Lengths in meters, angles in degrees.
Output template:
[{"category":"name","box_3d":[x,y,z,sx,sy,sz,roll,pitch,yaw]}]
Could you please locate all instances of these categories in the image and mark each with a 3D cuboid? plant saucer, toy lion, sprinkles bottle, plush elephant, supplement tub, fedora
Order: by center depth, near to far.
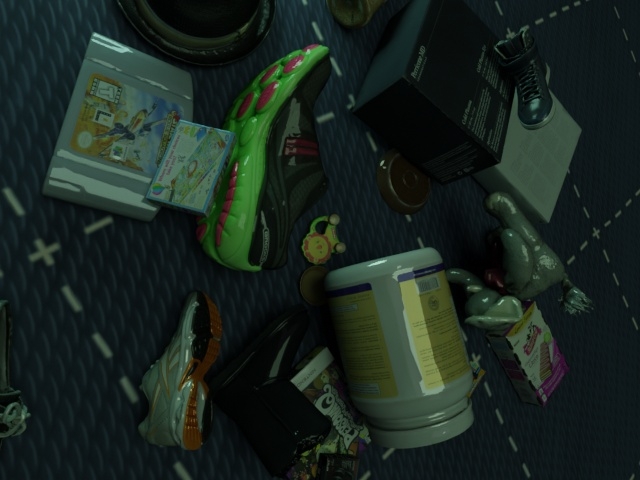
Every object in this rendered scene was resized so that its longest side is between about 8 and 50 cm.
[{"category":"fedora","box_3d":[-0.209,-0.501,0.847,0.334,0.153,0.333,5,80,-30]},{"category":"supplement tub","box_3d":[0.154,0.197,0.889,0.241,0.241,0.330,-11,85,-31]},{"category":"plant saucer","box_3d":[-0.009,0.095,0.959,0.084,0.015,0.083,5,80,-30]},{"category":"toy lion","box_3d":[0.000,0.000,0.972,0.096,0.034,0.100,-11,88,-23]},{"category":"sprinkles bottle","box_3d":[0.153,-0.659,1.099,0.121,0.121,0.355,44,65,-18]},{"category":"plush elephant","box_3d":[0.431,0.102,1.103,0.256,0.272,0.329,-36,65,6]},{"category":"plant saucer","box_3d":[0.213,-0.148,1.116,0.169,0.029,0.168,5,79,-29]}]

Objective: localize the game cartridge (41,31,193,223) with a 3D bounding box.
[{"category":"game cartridge","box_3d":[-0.331,-0.190,0.791,0.198,0.062,0.296,15,76,-24]}]

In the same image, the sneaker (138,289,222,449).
[{"category":"sneaker","box_3d":[-0.244,0.208,0.763,0.099,0.121,0.262,58,28,-54]}]

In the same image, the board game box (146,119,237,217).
[{"category":"board game box","box_3d":[-0.216,-0.123,0.775,0.104,0.026,0.154,15,73,5]}]

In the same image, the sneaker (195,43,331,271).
[{"category":"sneaker","box_3d":[-0.081,-0.163,0.887,0.202,0.185,0.482,32,71,-42]}]

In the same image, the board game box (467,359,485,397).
[{"category":"board game box","box_3d":[0.267,0.321,1.030,0.141,0.048,0.170,36,61,16]}]

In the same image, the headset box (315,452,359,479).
[{"category":"headset box","box_3d":[0.036,0.447,0.877,0.083,0.032,0.062,17,77,-26]}]

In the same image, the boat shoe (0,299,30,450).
[{"category":"boat shoe","box_3d":[-0.460,0.234,0.621,0.105,0.113,0.305,-5,76,-16]}]

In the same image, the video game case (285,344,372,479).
[{"category":"video game case","box_3d":[-0.009,0.365,0.905,0.210,0.042,0.232,-37,102,-27]}]

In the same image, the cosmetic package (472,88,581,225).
[{"category":"cosmetic package","box_3d":[0.591,-0.272,1.314,0.284,0.097,0.377,41,65,-21]}]

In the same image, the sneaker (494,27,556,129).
[{"category":"sneaker","box_3d":[0.458,-0.370,1.029,0.163,0.086,0.226,37,50,-34]}]

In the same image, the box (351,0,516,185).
[{"category":"box","box_3d":[0.287,-0.370,1.087,0.313,0.179,0.343,34,62,-24]}]

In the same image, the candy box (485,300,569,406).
[{"category":"candy box","box_3d":[0.563,0.302,1.231,0.159,0.071,0.233,-38,102,-28]}]

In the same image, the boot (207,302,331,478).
[{"category":"boot","box_3d":[-0.053,0.262,0.815,0.207,0.094,0.246,41,67,16]}]
